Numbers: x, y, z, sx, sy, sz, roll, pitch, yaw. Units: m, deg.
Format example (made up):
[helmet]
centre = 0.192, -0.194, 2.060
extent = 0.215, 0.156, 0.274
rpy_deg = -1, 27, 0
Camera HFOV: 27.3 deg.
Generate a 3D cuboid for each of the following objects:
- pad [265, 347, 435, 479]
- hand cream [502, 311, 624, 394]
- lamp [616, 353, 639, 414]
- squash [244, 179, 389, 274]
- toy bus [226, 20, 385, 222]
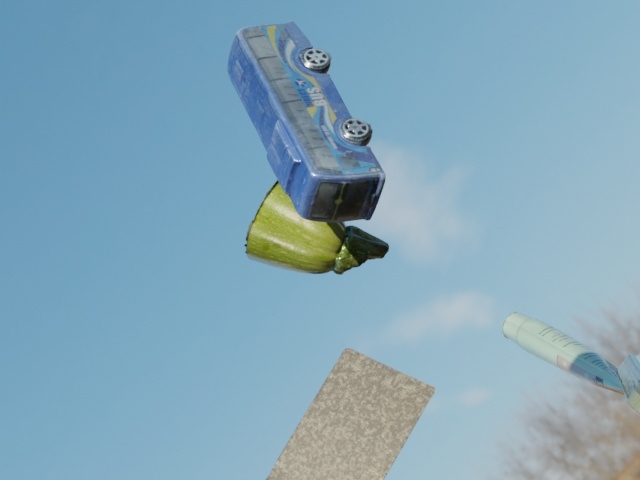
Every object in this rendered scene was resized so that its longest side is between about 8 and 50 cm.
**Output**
[pad]
centre = 0.043, 0.279, 1.890
extent = 0.235, 0.158, 0.003
rpy_deg = -58, -28, -19
[hand cream]
centre = 0.411, 0.187, 2.096
extent = 0.085, 0.331, 0.058
rpy_deg = 27, -90, -35
[lamp]
centre = 0.455, 0.233, 1.489
extent = 0.047, 0.269, 0.266
rpy_deg = -53, -5, 6
[squash]
centre = 0.000, 0.003, 1.383
extent = 0.105, 0.132, 0.105
rpy_deg = -58, -12, -20
[toy bus]
centre = -0.018, -0.119, 1.327
extent = 0.094, 0.236, 0.079
rpy_deg = -12, -37, -19
